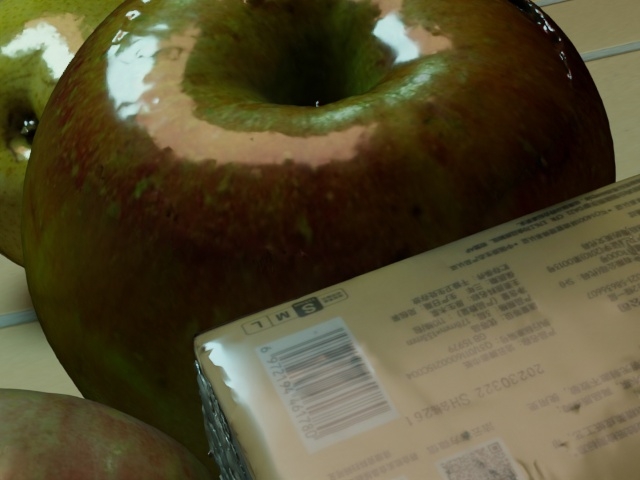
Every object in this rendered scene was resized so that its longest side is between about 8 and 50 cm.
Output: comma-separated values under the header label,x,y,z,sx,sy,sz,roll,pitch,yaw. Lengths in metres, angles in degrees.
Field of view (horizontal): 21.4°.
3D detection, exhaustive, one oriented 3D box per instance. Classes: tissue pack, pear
label,x,y,z,sx,sy,sz,roll,pitch,yaw
tissue pack,0.114,0.131,0.884,0.305,0.239,0.238,-20,21,-11
pear,-0.203,-0.100,1.572,0.314,0.314,0.314,-13,20,5

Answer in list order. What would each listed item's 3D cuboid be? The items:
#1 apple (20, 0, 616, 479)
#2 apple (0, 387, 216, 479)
label,x,y,z,sx,sy,sz,roll,pitch,yaw
apple,0.000,0.000,1.108,0.384,0.374,0.374,-1,20,-3
apple,-0.157,0.204,0.823,0.256,0.257,0.234,-11,42,10
